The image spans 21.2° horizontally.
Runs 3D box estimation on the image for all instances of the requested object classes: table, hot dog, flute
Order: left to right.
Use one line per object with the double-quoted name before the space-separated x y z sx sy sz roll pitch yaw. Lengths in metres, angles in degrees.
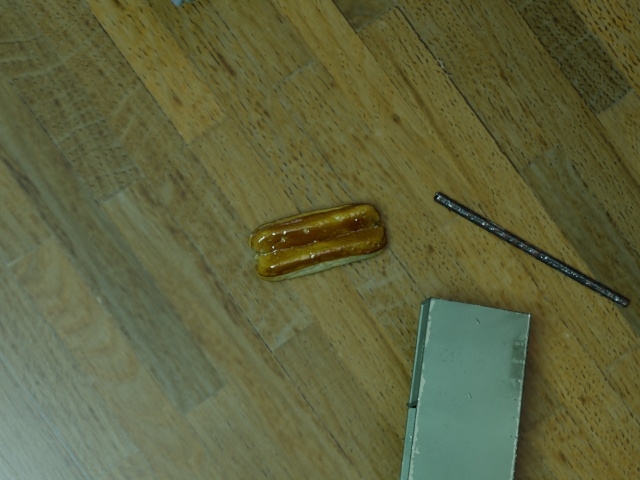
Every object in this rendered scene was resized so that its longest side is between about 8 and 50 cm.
"hot dog" 0.000 0.000 1.963 0.165 0.045 0.071 -14 81 -14
"table" 0.152 0.197 1.923 0.121 0.111 0.240 10 78 -10
"flute" 0.251 0.011 2.030 0.269 0.014 0.014 29 75 -5

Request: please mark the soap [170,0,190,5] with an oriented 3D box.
"soap" -0.049 -0.445 1.927 0.446 0.261 0.156 -42 93 -16
